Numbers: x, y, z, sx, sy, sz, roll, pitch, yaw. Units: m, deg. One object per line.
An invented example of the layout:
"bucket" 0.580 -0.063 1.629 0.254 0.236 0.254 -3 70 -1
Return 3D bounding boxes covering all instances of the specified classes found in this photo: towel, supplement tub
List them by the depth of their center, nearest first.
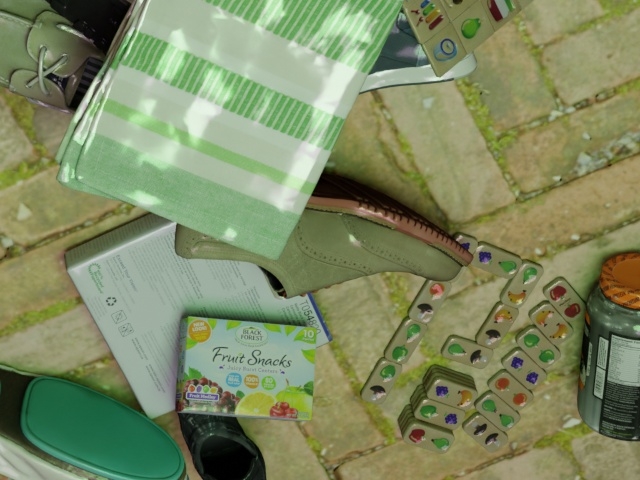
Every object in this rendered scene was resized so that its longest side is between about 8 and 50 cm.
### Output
"towel" -0.072 -0.160 1.677 0.248 0.038 0.325 20 104 -26
"supplement tub" 0.348 0.117 2.038 0.117 0.117 0.190 -4 120 -9

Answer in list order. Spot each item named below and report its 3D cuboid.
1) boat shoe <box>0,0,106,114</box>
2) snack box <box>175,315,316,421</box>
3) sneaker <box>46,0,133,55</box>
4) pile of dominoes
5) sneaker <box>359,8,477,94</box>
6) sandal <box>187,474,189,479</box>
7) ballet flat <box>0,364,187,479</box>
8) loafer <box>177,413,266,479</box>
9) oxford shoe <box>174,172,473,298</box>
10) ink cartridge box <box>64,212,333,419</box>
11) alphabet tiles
"boat shoe" -0.244 -0.175 1.764 0.302 0.094 0.109 16 116 -19
"snack box" -0.078 0.136 1.931 0.141 0.037 0.100 5 80 -16
"sneaker" -0.198 -0.267 1.725 0.107 0.124 0.283 -24 114 45
"pile of dominoes" 0.179 0.130 2.057 0.196 0.040 0.251 20 115 -21
"sneaker" 0.031 -0.224 1.794 0.226 0.086 0.163 -12 120 -2
"sandal" -0.254 0.362 2.067 0.317 0.126 0.138 -34 124 11
"ballet flat" -0.341 0.203 1.956 0.400 0.139 0.139 22 114 -13
"loafer" -0.105 0.243 2.023 0.076 0.078 0.223 -20 141 0
"oxford shoe" 0.000 0.000 1.871 0.348 0.123 0.130 18 99 -31
"ink cartridge box" -0.127 0.060 1.954 0.224 0.045 0.223 -22 123 1
"alphabet tiles" 0.130 -0.307 1.745 0.198 0.009 0.237 -40 118 -21
